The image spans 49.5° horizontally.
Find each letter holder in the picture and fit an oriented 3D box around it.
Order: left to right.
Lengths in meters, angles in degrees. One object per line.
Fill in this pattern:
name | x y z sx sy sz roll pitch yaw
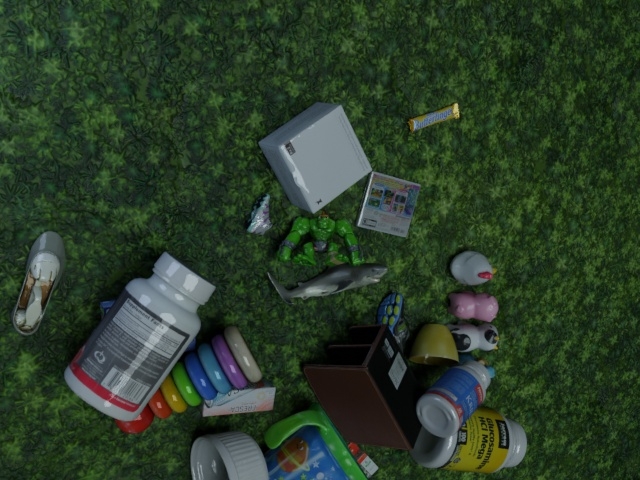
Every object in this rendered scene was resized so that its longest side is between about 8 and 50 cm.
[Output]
letter holder | 0.115 0.379 1.795 0.302 0.214 0.152 62 40 -27

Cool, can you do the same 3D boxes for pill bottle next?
pill bottle | -0.356 0.188 1.411 0.176 0.176 0.319 39 84 -31
pill bottle | 0.355 0.404 1.814 0.221 0.124 0.124 -31 118 -44
pill bottle | 0.421 0.559 1.970 0.333 0.188 0.188 16 95 -31

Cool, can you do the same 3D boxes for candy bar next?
candy bar | 0.288 -0.312 1.772 0.161 0.018 0.040 -21 112 -24

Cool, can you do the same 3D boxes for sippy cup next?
sippy cup | -0.034 0.562 1.714 0.224 0.240 0.306 -34 92 -5

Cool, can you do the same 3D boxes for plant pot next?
plant pot | 0.309 0.280 1.885 0.134 0.134 0.095 18 67 -31

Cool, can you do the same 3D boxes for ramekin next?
ramekin | -0.209 0.544 1.616 0.109 0.207 0.207 -8 107 -37

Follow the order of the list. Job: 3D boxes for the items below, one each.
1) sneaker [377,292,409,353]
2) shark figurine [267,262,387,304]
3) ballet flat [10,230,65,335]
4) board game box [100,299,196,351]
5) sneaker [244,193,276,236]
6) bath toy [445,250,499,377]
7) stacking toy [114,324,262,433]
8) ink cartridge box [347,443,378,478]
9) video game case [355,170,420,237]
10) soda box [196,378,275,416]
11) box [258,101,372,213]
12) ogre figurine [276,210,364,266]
sneaker | 0.196 0.227 1.842 0.078 0.067 0.188 -14 109 -48
shark figurine | 0.011 0.082 1.694 0.278 0.166 0.116 -13 83 -8
ballet flat | -0.556 0.089 1.380 0.072 0.068 0.213 18 93 -31
board game box | -0.376 0.190 1.525 0.201 0.035 0.136 -6 106 -28
sneaker | -0.125 -0.055 1.601 0.069 0.038 0.098 24 100 -33
bath toy | 0.432 0.202 1.920 0.151 0.129 0.349 -9 106 -27
stacking toy | -0.301 0.324 1.533 0.330 0.141 0.141 -29 115 -8
ink cartridge box | 0.103 0.608 1.900 0.063 0.029 0.115 -44 119 -12
video game case | 0.173 -0.091 1.765 0.157 0.019 0.143 12 97 -30
soda box | -0.201 0.373 1.656 0.183 0.058 0.063 2 102 -30
box | -0.011 -0.191 1.579 0.181 0.119 0.181 -37 118 -16
ogre figurine | 0.000 0.000 1.632 0.097 0.196 0.118 59 28 -61
